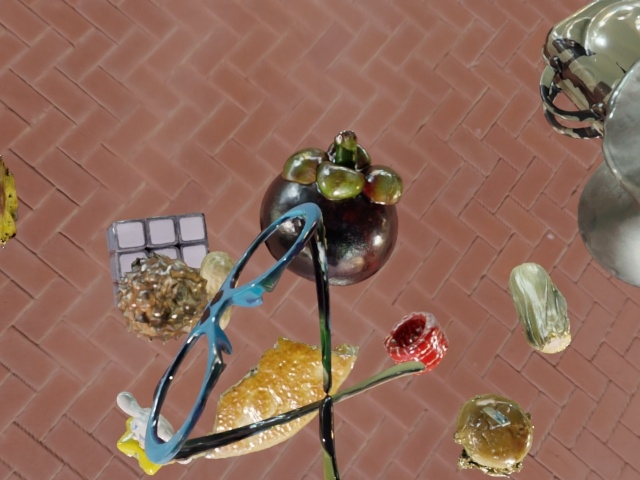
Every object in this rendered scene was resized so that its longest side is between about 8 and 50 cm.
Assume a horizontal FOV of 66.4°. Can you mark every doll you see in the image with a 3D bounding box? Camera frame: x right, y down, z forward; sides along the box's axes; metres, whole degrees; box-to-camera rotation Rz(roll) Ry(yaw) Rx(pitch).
[{"bbox_3d":[-0.240,0.286,0.719,0.135,0.113,0.071,18,37,26],"label":"doll"}]

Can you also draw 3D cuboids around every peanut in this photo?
[{"bbox_3d":[-0.312,0.155,1.485,0.123,0.123,0.257,4,73,-8],"label":"peanut"}]

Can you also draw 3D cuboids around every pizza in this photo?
[{"bbox_3d":[-0.063,0.228,0.726,0.271,0.056,0.134,-43,104,-5],"label":"pizza"}]

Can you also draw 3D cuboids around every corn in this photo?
[{"bbox_3d":[0.658,0.199,1.477,0.123,0.122,0.305,0,43,-1],"label":"corn"}]

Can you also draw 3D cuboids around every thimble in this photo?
[{"bbox_3d":[0.309,0.325,1.557,0.189,0.163,0.125,-41,113,-5],"label":"thimble"}]

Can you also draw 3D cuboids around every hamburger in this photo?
[{"bbox_3d":[0.348,0.402,1.005,0.185,0.131,0.159,-44,60,-5],"label":"hamburger"}]

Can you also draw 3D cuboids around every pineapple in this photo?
[{"bbox_3d":[-0.295,0.105,0.889,0.166,0.193,0.166,12,70,-37],"label":"pineapple"},{"bbox_3d":[-0.732,-0.087,1.081,0.076,0.225,0.225,-2,81,-16],"label":"pineapple"}]

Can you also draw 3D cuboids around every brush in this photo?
[{"bbox_3d":[0.318,0.317,0.893,0.016,0.083,0.013,-23,91,-6],"label":"brush"}]

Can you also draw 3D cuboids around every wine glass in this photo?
[{"bbox_3d":[0.476,-0.083,0.637,0.267,0.406,0.267,-7,75,28],"label":"wine glass"}]

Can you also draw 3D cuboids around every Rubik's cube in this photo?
[{"bbox_3d":[-0.559,0.078,1.694,0.303,0.305,0.301,-7,88,-26],"label":"Rubik's cube"}]

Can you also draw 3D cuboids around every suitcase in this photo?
[{"bbox_3d":[0.647,-0.362,1.046,0.339,0.194,0.352,-30,58,12],"label":"suitcase"}]

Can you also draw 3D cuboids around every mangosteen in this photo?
[{"bbox_3d":[0.021,-0.060,1.004,0.300,0.300,0.300,1,81,-8],"label":"mangosteen"}]

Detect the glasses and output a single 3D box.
[{"bbox_3d":[-0.017,0.095,0.401,0.206,0.102,0.239,27,73,7],"label":"glasses"}]
